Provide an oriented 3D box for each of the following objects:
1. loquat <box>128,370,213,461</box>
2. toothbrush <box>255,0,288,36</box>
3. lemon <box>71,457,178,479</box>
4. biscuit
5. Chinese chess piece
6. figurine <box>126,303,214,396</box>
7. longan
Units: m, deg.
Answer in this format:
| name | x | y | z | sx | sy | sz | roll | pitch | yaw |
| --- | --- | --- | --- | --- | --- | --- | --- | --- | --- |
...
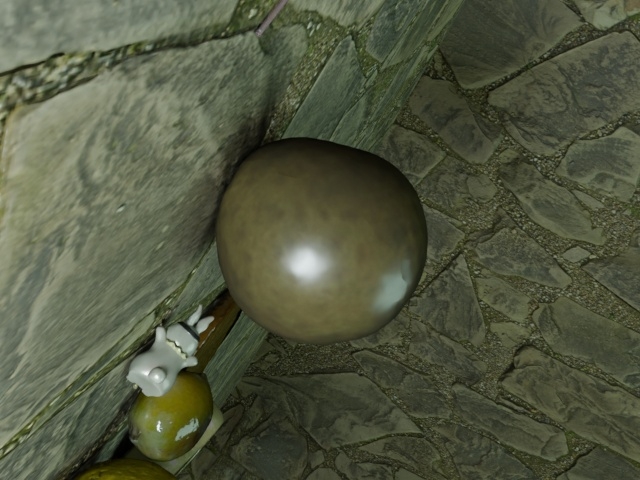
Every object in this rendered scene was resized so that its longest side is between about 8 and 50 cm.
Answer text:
| name | x | y | z | sx | sy | sz | roll | pitch | yaw |
| --- | --- | --- | --- | --- | --- | --- | --- | --- | --- |
| loquat | -0.270 | 0.315 | 1.141 | 0.195 | 0.152 | 0.152 | -35 | 160 | -51 |
| toothbrush | -0.034 | -0.236 | 0.601 | 0.097 | 0.006 | 0.008 | -56 | 167 | -12 |
| lemon | -0.338 | 0.494 | 1.022 | 0.261 | 0.260 | 0.284 | -58 | -167 | 23 |
| biscuit | -0.258 | 0.232 | 1.358 | 0.318 | 0.040 | 0.318 | -57 | 176 | -6 |
| Chinese chess piece | -0.339 | 0.457 | 1.377 | 0.270 | 0.112 | 0.270 | -46 | 177 | -3 |
| figurine | -0.241 | 0.166 | 0.970 | 0.098 | 0.081 | 0.146 | -5 | -142 | 34 |
| longan | -0.004 | 0.002 | 0.839 | 0.297 | 0.297 | 0.297 | -56 | 176 | -6 |
